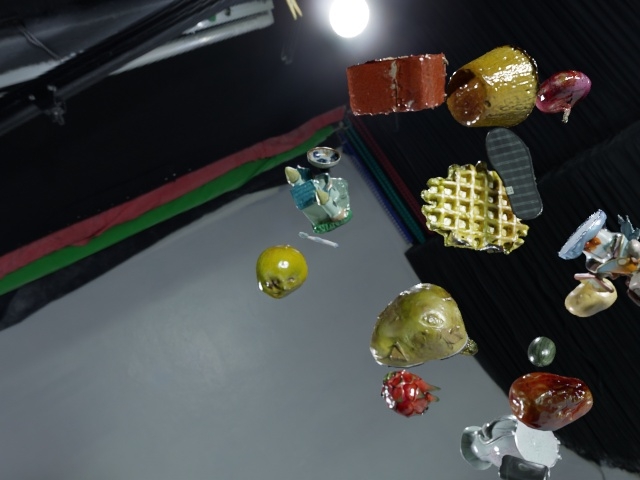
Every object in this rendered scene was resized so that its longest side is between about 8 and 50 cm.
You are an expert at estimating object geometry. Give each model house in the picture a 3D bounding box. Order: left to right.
[{"bbox_3d":[-0.024,-0.227,1.755,0.194,0.267,0.325,-24,-43,22],"label":"model house"}]

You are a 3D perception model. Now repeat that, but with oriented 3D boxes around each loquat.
[{"bbox_3d":[-0.152,0.108,1.596,0.213,0.213,0.246,-37,18,30],"label":"loquat"}]

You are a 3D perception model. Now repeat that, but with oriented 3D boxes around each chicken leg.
[{"bbox_3d":[0.617,0.478,1.885,0.103,0.228,0.088,21,-94,-67],"label":"chicken leg"}]

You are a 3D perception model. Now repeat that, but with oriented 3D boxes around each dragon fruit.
[{"bbox_3d":[0.377,0.651,1.712,0.192,0.274,0.193,-50,15,56],"label":"dragon fruit"}]

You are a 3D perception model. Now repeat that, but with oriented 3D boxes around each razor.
[{"bbox_3d":[0.672,0.766,1.332,0.148,0.054,0.090,-6,27,42],"label":"razor"}]

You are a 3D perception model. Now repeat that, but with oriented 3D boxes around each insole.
[{"bbox_3d":[0.535,-0.193,1.122,0.110,0.309,0.012,-12,-27,18],"label":"insole"}]

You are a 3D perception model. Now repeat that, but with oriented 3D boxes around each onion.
[{"bbox_3d":[0.733,-0.422,1.217,0.150,0.140,0.150,1,-24,0],"label":"onion"}]

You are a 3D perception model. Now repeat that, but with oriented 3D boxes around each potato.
[{"bbox_3d":[0.282,0.247,1.256,0.300,0.196,0.246,-18,17,15],"label":"potato"},{"bbox_3d":[1.008,0.214,1.510,0.178,0.118,0.109,-39,-35,14],"label":"potato"}]

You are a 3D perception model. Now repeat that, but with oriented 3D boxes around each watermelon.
[{"bbox_3d":[0.704,0.355,1.287,0.111,0.078,0.078,-37,-2,-41],"label":"watermelon"}]

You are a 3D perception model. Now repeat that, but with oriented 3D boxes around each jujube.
[{"bbox_3d":[0.776,0.539,1.364,0.255,0.190,0.190,-9,-6,3],"label":"jujube"}]

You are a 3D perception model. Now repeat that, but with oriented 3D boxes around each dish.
[{"bbox_3d":[0.013,-0.328,1.709,0.141,0.141,0.078,-29,-40,-32],"label":"dish"}]

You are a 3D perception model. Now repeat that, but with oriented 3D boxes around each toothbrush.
[{"bbox_3d":[0.000,0.000,1.767,0.027,0.021,0.269,12,-4,41],"label":"toothbrush"}]

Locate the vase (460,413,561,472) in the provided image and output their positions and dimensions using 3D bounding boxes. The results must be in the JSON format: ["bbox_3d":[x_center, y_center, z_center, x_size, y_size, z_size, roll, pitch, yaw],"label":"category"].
[{"bbox_3d":[0.796,0.891,1.761,0.250,0.250,0.445,-30,-18,-27],"label":"vase"}]

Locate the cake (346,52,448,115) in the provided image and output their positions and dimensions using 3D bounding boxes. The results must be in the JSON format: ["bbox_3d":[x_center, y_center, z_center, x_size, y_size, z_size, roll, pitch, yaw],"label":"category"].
[{"bbox_3d":[0.216,-0.433,1.125,0.283,0.151,0.177,3,20,30],"label":"cake"}]

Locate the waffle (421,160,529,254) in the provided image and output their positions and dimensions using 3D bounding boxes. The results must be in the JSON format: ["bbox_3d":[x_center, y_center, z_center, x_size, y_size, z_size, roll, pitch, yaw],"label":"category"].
[{"bbox_3d":[0.449,-0.085,1.180,0.312,0.307,0.060,-24,-10,-14],"label":"waffle"}]

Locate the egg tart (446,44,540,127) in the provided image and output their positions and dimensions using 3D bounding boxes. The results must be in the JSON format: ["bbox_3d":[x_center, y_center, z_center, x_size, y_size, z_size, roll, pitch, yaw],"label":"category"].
[{"bbox_3d":[0.452,-0.394,1.075,0.171,0.215,0.215,-21,-10,-18],"label":"egg tart"}]

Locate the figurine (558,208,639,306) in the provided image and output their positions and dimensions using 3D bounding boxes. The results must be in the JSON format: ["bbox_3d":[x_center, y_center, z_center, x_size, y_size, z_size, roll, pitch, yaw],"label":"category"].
[{"bbox_3d":[0.979,0.079,1.245,0.248,0.388,0.276,-40,-22,-28],"label":"figurine"}]
